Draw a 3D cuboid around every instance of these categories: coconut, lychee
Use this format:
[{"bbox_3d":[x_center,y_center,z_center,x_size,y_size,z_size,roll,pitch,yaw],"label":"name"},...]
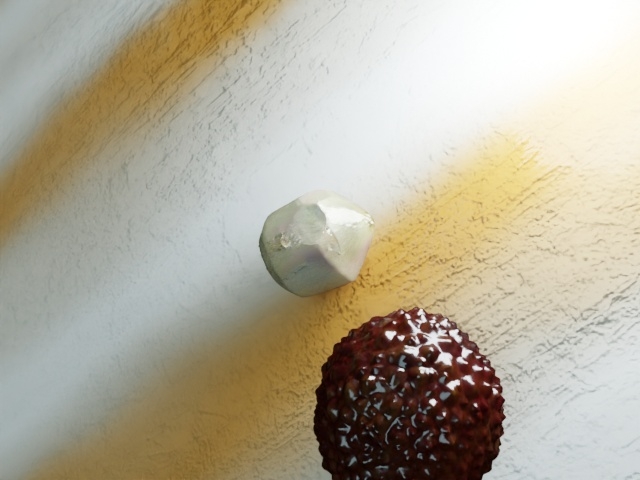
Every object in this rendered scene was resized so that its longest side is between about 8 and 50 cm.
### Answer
[{"bbox_3d":[0.000,0.000,0.976,0.183,0.171,0.171,-25,69,27],"label":"coconut"},{"bbox_3d":[0.122,0.225,0.832,0.264,0.300,0.264,20,132,24],"label":"lychee"}]
